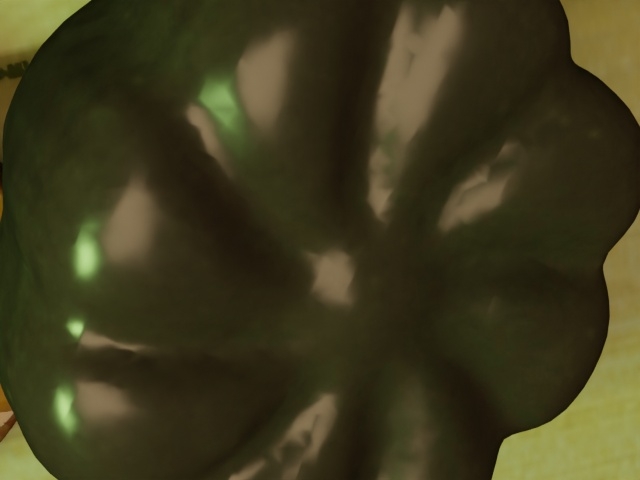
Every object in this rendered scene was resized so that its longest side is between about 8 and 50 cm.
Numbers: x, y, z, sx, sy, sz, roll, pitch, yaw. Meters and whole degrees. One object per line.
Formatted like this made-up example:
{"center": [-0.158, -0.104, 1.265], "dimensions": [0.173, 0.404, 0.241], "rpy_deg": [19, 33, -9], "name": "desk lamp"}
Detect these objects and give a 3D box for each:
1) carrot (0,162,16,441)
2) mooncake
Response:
{"center": [-0.277, 0.045, 0.481], "dimensions": [0.307, 0.100, 0.258], "rpy_deg": [-15, 111, -7], "name": "carrot"}
{"center": [0.000, 0.000, 0.451], "dimensions": [0.306, 0.154, 0.306], "rpy_deg": [-8, 112, -20], "name": "mooncake"}
